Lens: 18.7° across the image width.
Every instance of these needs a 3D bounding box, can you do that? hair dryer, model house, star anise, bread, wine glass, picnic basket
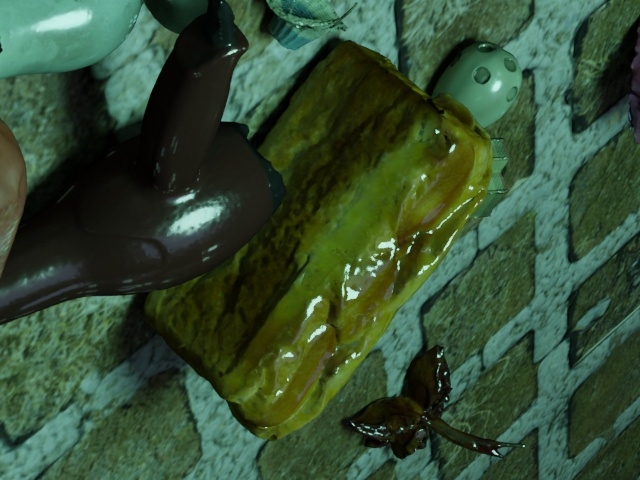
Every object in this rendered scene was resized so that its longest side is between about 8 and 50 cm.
[{"bbox_3d":[-0.147,-0.065,1.440,0.312,0.123,0.340,-23,156,-28],"label":"hair dryer"},{"bbox_3d":[0.159,-0.063,2.011,0.058,0.057,0.083,-4,152,-21],"label":"model house"},{"bbox_3d":[0.130,0.220,2.200,0.140,0.144,0.158,-40,152,-4],"label":"star anise"},{"bbox_3d":[0.005,0.003,1.716,0.344,0.195,0.149,-51,146,5],"label":"bread"},{"bbox_3d":[-0.172,-0.167,1.361,0.202,0.093,0.093,-24,142,-42],"label":"wine glass"},{"bbox_3d":[-0.007,-0.193,1.603,0.083,0.065,0.083,1,139,-50],"label":"picnic basket"}]

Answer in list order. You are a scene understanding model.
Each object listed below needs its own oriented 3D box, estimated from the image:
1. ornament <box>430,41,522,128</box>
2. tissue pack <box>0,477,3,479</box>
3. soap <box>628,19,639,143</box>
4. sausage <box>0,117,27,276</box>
[{"bbox_3d":[0.131,-0.122,1.877,0.075,0.081,0.156,30,100,-24],"label":"ornament"},{"bbox_3d":[-0.322,0.291,1.674,0.170,0.090,0.103,-34,150,-28],"label":"tissue pack"},{"bbox_3d":[0.433,-0.199,2.124,0.250,0.162,0.099,-42,150,-18],"label":"soap"},{"bbox_3d":[-0.278,-0.009,1.322,0.148,0.148,0.254,-28,154,-36],"label":"sausage"}]
